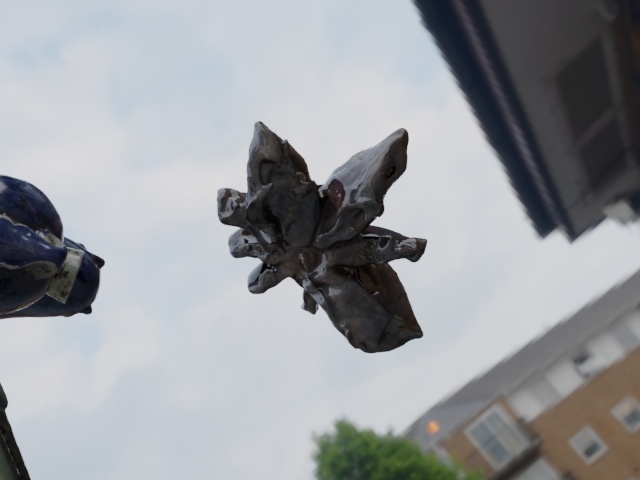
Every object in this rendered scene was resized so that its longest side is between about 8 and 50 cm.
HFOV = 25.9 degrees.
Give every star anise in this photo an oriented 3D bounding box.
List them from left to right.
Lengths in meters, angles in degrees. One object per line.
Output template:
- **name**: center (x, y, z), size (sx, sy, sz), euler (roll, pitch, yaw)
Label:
- **star anise**: center (-0.001, -0.004, 1.289), size (0.110, 0.199, 0.257), euler (-79, -9, -47)

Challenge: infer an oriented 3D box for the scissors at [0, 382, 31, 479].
- **scissors**: center (-0.244, 0.092, 0.938), size (0.138, 0.289, 0.041), euler (-8, 27, 22)

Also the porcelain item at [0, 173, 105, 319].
- **porcelain item**: center (-0.309, 0.023, 1.390), size (0.288, 0.186, 0.138), euler (143, 142, -74)
